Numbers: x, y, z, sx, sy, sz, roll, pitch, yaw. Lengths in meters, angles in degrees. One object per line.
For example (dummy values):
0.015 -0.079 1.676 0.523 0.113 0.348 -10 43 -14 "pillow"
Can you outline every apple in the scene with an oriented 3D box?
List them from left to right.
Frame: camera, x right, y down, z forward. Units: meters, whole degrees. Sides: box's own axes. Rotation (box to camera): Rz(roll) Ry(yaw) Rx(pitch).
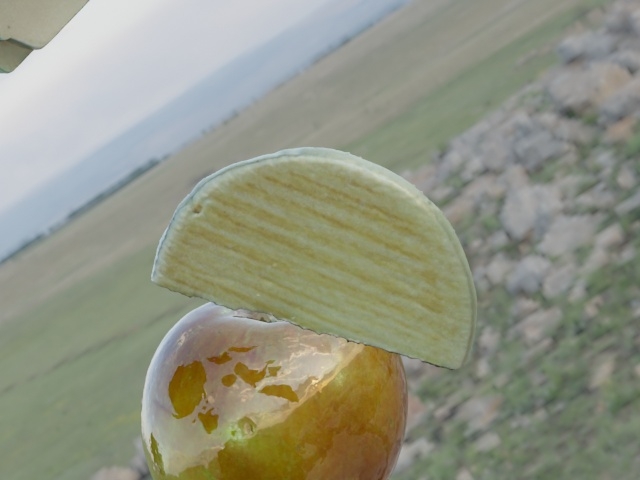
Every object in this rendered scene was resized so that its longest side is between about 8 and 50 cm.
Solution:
-0.038 0.152 1.263 0.236 0.208 0.237 -3 16 1 "apple"

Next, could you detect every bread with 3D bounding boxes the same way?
0.004 -0.002 0.859 0.036 0.193 0.112 -67 -9 -63 "bread"

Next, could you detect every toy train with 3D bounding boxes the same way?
-0.177 -0.155 0.845 0.125 0.081 0.194 -49 24 -15 "toy train"
